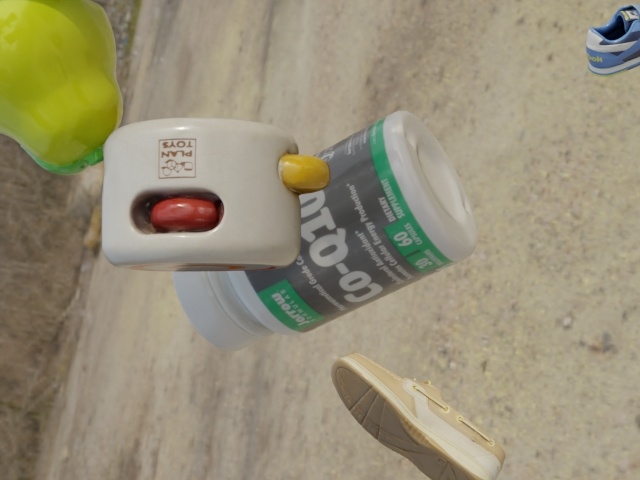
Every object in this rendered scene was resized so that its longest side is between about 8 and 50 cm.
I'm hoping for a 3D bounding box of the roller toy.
[{"bbox_3d":[-0.113,-0.046,0.903,0.209,0.191,0.146,-6,83,52],"label":"roller toy"}]

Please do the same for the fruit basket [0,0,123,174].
[{"bbox_3d":[-0.324,-0.258,0.942,0.283,0.392,0.392,-108,34,-56],"label":"fruit basket"}]

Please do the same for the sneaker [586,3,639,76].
[{"bbox_3d":[0.361,-0.234,1.023,0.053,0.144,0.059,-107,-9,-55],"label":"sneaker"}]

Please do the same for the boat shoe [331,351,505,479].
[{"bbox_3d":[0.085,0.153,0.805,0.059,0.170,0.063,-39,-17,-38],"label":"boat shoe"}]

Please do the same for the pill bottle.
[{"bbox_3d":[0.000,0.000,1.198,0.361,0.204,0.204,-27,43,23],"label":"pill bottle"}]
